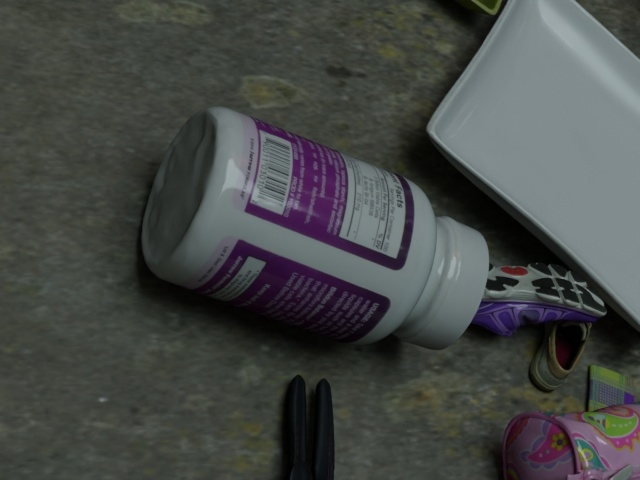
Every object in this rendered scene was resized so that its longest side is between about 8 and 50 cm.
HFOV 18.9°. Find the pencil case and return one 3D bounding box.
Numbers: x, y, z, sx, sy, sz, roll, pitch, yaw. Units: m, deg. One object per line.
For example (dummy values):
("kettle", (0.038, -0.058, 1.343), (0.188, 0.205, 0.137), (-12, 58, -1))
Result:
("pencil case", (0.314, 0.219, 1.912), (0.284, 0.124, 0.124), (0, 66, -36))

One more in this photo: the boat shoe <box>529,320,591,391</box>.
("boat shoe", (0.258, 0.096, 1.992), (0.050, 0.045, 0.135), (32, 52, -16))

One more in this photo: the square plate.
("square plate", (0.291, -0.093, 2.099), (0.347, 0.049, 0.344), (42, 44, -8))

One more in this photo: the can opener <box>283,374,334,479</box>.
("can opener", (-0.009, 0.202, 1.753), (0.059, 0.073, 0.186), (20, 47, -14))

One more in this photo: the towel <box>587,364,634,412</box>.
("towel", (0.302, 0.174, 2.003), (0.060, 0.009, 0.083), (21, 55, -22))

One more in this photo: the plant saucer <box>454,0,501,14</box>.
("plant saucer", (0.134, -0.354, 2.153), (0.188, 0.045, 0.188), (34, 51, -14))

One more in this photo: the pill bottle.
("pill bottle", (0.000, 0.000, 1.794), (0.301, 0.169, 0.169), (21, 56, -24))

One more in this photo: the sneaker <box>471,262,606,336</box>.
("sneaker", (0.205, 0.064, 1.953), (0.170, 0.071, 0.068), (5, 33, -12))
